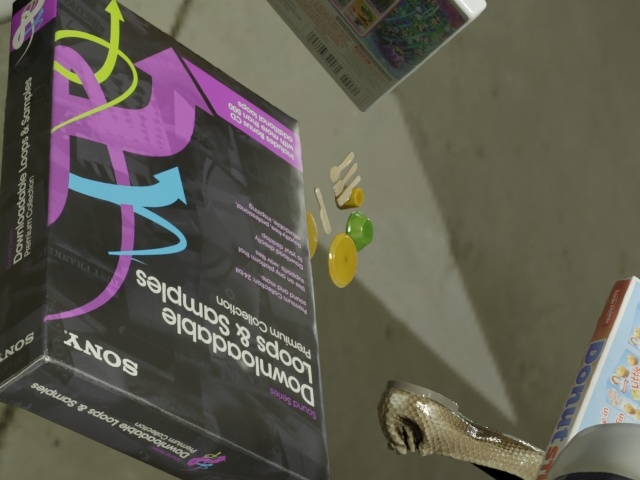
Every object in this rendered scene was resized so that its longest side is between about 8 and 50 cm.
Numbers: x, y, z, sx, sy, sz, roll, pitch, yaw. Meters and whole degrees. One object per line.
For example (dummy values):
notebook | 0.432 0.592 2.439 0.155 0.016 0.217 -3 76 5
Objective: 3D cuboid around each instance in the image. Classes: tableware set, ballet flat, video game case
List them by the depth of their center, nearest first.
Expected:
video game case | 0.008 -0.160 0.862 0.019 0.143 0.157 -41 92 -29
tableware set | 0.000 0.000 1.293 0.154 0.024 0.104 -52 133 -46
ballet flat | 0.136 0.190 1.333 0.250 0.084 0.058 32 70 -40

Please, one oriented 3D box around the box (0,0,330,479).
box | -0.049 -0.001 0.488 0.116 0.029 0.162 31 40 -37

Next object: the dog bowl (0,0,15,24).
dog bowl | -0.140 -0.214 0.534 0.104 0.265 0.265 -47 131 -49

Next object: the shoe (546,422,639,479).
shoe | 0.064 0.116 0.414 0.081 0.063 0.178 -50 168 -25

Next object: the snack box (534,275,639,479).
snack box | 0.169 0.110 0.868 0.064 0.022 0.178 35 63 -15
